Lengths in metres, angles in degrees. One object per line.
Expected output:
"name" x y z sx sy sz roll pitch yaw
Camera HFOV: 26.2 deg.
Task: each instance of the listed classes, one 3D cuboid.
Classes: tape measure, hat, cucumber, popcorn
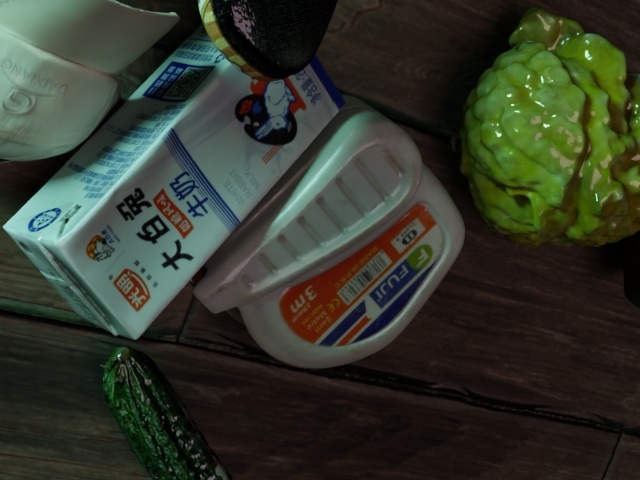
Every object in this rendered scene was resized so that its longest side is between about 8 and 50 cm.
"tape measure" 0.000 0.000 1.387 0.258 0.130 0.265 -45 131 -5
"hat" -0.232 -0.140 1.149 0.219 0.226 0.164 22 80 -34
"cucumber" -0.156 0.206 1.406 0.077 0.077 0.265 -37 122 -14
"popcorn" 0.258 -0.117 1.455 0.236 0.206 0.252 5 89 -16

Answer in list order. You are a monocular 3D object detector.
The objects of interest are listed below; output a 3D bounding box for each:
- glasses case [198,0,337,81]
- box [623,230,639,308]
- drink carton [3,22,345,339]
"glasses case" -0.026 -0.287 1.209 0.122 0.082 0.321 41 53 -41
"box" 0.495 -0.038 1.574 0.300 0.301 0.216 -17 112 -25
"drink carton" -0.129 -0.069 1.254 0.315 0.106 0.131 -50 125 -21
